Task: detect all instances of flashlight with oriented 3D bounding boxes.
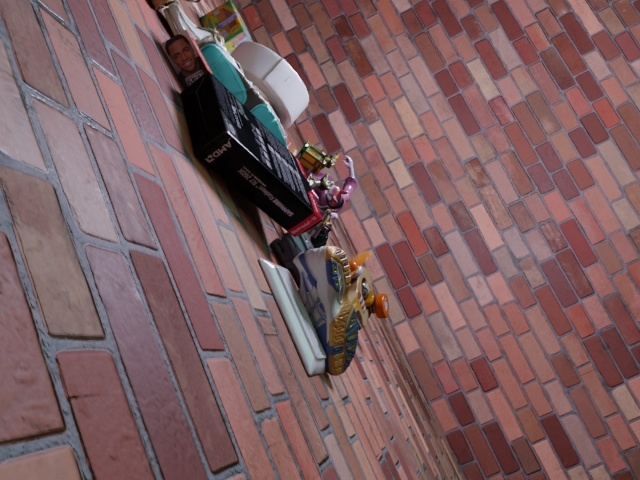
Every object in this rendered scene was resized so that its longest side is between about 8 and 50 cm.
[{"bbox_3d":[-0.007,0.112,1.545,0.304,0.103,0.103,63,8,-6],"label":"flashlight"}]

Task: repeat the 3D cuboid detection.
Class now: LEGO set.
[{"bbox_3d":[-0.016,-0.144,1.771,0.192,0.255,0.331,35,0,-9],"label":"LEGO set"}]

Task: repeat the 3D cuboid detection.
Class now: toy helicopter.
[{"bbox_3d":[0.108,0.173,1.953,0.355,0.140,0.234,-33,118,-68],"label":"toy helicopter"}]

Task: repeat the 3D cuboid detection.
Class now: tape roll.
[{"bbox_3d":[-0.176,-0.480,1.919,0.286,0.100,0.286,35,-16,11],"label":"tape roll"}]

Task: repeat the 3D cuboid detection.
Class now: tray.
[{"bbox_3d":[-0.052,0.161,1.338,0.270,0.030,0.145,65,8,14],"label":"tray"}]

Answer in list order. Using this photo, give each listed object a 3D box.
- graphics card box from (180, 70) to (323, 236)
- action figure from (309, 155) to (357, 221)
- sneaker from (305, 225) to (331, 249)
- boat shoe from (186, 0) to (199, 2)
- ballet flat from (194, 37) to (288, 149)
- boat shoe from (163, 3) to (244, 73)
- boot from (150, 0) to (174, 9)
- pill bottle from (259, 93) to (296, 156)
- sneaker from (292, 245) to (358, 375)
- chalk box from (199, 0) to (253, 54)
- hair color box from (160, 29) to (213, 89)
[{"bbox_3d":[-0.152,-0.188,1.408,0.371,0.094,0.232,42,21,-48],"label":"graphics card box"},{"bbox_3d":[-0.003,-0.154,2.146,0.370,0.248,0.275,-140,-135,-67],"label":"action figure"},{"bbox_3d":[0.000,0.000,2.012,0.234,0.097,0.084,52,13,-57],"label":"sneaker"},{"bbox_3d":[-0.430,-0.868,1.953,0.340,0.127,0.113,56,16,22],"label":"boat shoe"},{"bbox_3d":[-0.219,-0.352,1.627,0.408,0.147,0.147,59,8,-29],"label":"ballet flat"},{"bbox_3d":[-0.311,-0.527,1.661,0.113,0.103,0.302,67,8,30],"label":"boat shoe"},{"bbox_3d":[-0.441,-0.725,1.553,0.269,0.089,0.236,61,18,-20],"label":"boot"},{"bbox_3d":[-0.172,-0.333,1.887,0.216,0.121,0.121,61,8,-25],"label":"pill bottle"},{"bbox_3d":[0.005,0.163,1.432,0.112,0.131,0.296,3,82,-57],"label":"sneaker"},{"bbox_3d":[-0.314,-0.700,2.152,0.213,0.132,0.132,66,7,28],"label":"chalk box"},{"bbox_3d":[-0.300,-0.403,1.420,0.141,0.072,0.043,61,7,-9],"label":"hair color box"}]
